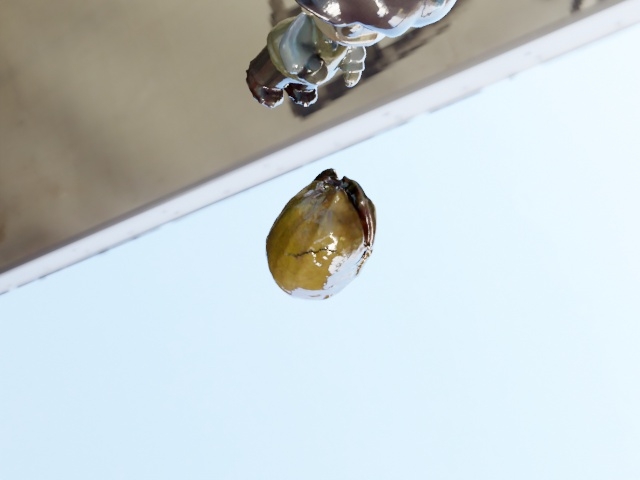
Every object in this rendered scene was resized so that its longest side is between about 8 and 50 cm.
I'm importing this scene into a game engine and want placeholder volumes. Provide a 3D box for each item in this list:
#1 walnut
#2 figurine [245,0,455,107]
[{"bbox_3d":[0.000,0.000,1.516,0.137,0.245,0.137,7,-116,-15],"label":"walnut"},{"bbox_3d":[0.034,-0.289,1.555,0.218,0.365,0.206,5,-135,-30],"label":"figurine"}]
